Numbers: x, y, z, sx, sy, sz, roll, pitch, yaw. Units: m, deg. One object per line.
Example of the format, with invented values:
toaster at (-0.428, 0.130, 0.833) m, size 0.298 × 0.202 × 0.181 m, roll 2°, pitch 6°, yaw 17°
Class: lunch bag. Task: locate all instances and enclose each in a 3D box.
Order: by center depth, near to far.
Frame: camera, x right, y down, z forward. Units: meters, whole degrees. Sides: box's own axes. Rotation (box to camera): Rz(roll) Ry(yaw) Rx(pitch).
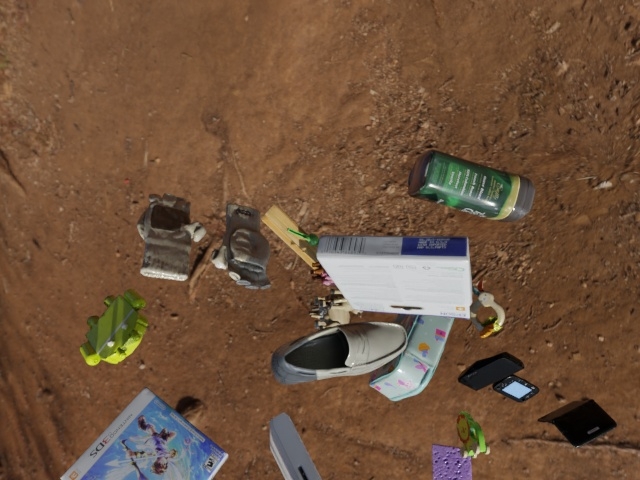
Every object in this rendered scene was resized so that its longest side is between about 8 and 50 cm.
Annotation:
lunch bag at (0.243, 0.282, 1.099) m, size 0.107 × 0.279 × 0.224 m, roll 33°, pitch 145°, yaw 4°

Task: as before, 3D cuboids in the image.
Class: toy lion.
toy lion at (0.343, 0.443, 0.938) m, size 0.100 × 0.034 × 0.096 m, roll 104°, pitch 168°, yaw -55°

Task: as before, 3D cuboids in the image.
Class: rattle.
rattle at (0.586, 0.243, 1.504) m, size 0.130 × 0.142 × 0.200 m, roll -15°, pitch 82°, yaw 57°

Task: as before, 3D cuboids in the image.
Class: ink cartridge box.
ink cartridge box at (0.131, 0.062, 0.671) m, size 0.223 × 0.224 × 0.045 m, roll 1°, pitch 60°, yaw 21°

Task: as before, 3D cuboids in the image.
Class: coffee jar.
coffee jar at (0.242, -0.085, 0.664) m, size 0.184 × 0.096 × 0.079 m, roll 14°, pitch 91°, yaw -5°

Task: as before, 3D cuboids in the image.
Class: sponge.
sponge at (0.407, 0.749, 1.259) m, size 0.117 × 0.031 × 0.210 m, roll -3°, pitch 72°, yaw 18°

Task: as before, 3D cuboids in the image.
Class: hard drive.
hard drive at (-0.044, 0.523, 0.895) m, size 0.233 × 0.047 × 0.353 m, roll 55°, pitch 158°, yaw 24°

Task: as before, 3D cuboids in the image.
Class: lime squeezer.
lime squeezer at (0.000, 0.000, 1.748) m, size 0.110 × 0.310 × 0.059 m, roll 176°, pitch 104°, yaw -78°

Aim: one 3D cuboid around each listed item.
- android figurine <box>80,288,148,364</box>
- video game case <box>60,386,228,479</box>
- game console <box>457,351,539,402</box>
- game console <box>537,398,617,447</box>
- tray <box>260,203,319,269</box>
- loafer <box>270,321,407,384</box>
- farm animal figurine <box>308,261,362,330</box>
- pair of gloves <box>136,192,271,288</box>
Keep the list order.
android figurine at (-0.650, 0.277, 1.294) m, size 0.272 × 0.056 × 0.248 m, roll 25°, pitch 73°, yaw 42°
video game case at (-0.397, 0.524, 0.945) m, size 0.269 × 0.244 × 0.061 m, roll 32°, pitch 147°, yaw 12°
game console at (0.707, 0.531, 1.549) m, size 0.213 × 0.361 × 0.044 m, roll -44°, pitch 29°, yaw 33°
game console at (0.611, 0.436, 0.976) m, size 0.107 × 0.122 × 0.071 m, roll -123°, pitch 16°, yaw -49°
tray at (-0.097, 0.005, 1.902) m, size 0.411 × 0.076 × 0.203 m, roll 43°, pitch 168°, yaw -9°
loafer at (0.054, 0.233, 0.868) m, size 0.111 × 0.319 × 0.112 m, roll 122°, pitch 133°, yaw -59°
farm animal figurine at (0.075, 0.227, 1.539) m, size 0.330 × 0.172 × 0.327 m, roll -124°, pitch 36°, yaw -65°
pair of gloves at (-0.211, 0.001, 0.756) m, size 0.042 × 0.240 × 0.204 m, roll -57°, pitch 39°, yaw 36°
